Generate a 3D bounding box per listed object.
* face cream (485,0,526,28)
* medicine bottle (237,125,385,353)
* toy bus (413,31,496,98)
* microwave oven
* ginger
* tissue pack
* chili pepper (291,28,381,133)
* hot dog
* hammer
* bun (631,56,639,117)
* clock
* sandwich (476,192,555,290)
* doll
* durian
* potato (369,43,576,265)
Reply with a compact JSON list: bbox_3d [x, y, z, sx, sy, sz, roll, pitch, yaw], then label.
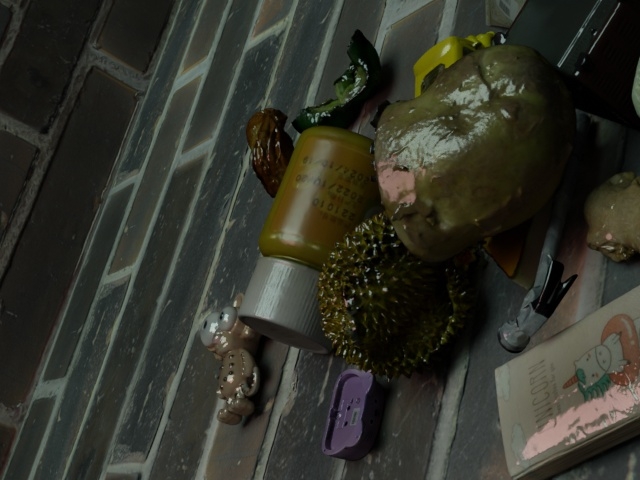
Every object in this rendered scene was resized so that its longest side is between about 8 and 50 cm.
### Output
[{"bbox_3d":[0.369,-0.417,1.837,0.341,0.084,0.137,-131,31,-61],"label":"face cream"},{"bbox_3d":[0.000,0.000,1.937,0.224,0.224,0.385,-4,60,58],"label":"medicine bottle"},{"bbox_3d":[0.244,-0.239,1.820,0.144,0.152,0.330,-37,37,41],"label":"toy bus"},{"bbox_3d":[0.415,-0.301,1.560,0.188,0.178,0.247,-60,28,7],"label":"microwave oven"},{"bbox_3d":[0.434,-0.022,1.382,0.213,0.074,0.138,-137,60,-65],"label":"ginger"},{"bbox_3d":[0.359,0.175,1.321,0.325,0.071,0.170,-39,41,39],"label":"tissue pack"},{"bbox_3d":[0.050,-0.314,2.285,0.264,0.116,0.148,-46,43,29],"label":"chili pepper"},{"bbox_3d":[-0.099,-0.205,2.346,0.114,0.175,0.259,-26,27,6],"label":"hot dog"},{"bbox_3d":[0.338,-0.034,1.500,0.152,0.044,0.427,118,176,-48],"label":"hammer"},{"bbox_3d":[0.513,-0.218,1.397,0.183,0.102,0.184,-16,69,51],"label":"bun"},{"bbox_3d":[0.063,0.293,1.748,0.110,0.050,0.153,-22,47,51],"label":"clock"},{"bbox_3d":[0.317,-0.034,1.608,0.162,0.058,0.193,-54,27,14],"label":"sandwich"},{"bbox_3d":[-0.172,0.238,2.133,0.154,0.119,0.278,-48,35,31],"label":"doll"},{"bbox_3d":[0.120,0.072,1.659,0.293,0.258,0.258,-57,27,-2],"label":"durian"},{"bbox_3d":[0.247,-0.129,1.479,0.237,0.300,0.289,-13,91,49],"label":"potato"}]
